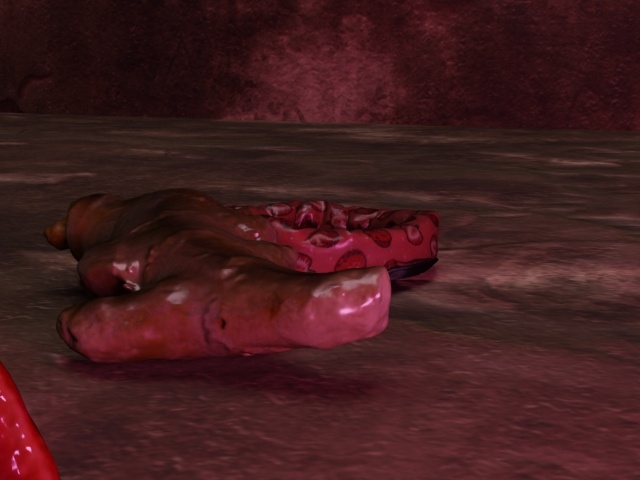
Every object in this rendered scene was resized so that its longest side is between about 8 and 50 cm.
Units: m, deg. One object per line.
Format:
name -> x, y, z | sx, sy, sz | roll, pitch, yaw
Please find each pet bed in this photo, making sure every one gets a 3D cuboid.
pet bed -> 0.000, 0.000, 0.877 | 0.201, 0.053, 0.201 | 2, 6, 0

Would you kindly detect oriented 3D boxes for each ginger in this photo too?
ginger -> -0.090, 0.023, 0.701 | 0.166, 0.080, 0.333 | -19, 23, -17

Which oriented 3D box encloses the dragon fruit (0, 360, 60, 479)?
dragon fruit -> -0.307, 0.052, 0.354 | 0.330, 0.302, 0.240 | -11, 34, 38
